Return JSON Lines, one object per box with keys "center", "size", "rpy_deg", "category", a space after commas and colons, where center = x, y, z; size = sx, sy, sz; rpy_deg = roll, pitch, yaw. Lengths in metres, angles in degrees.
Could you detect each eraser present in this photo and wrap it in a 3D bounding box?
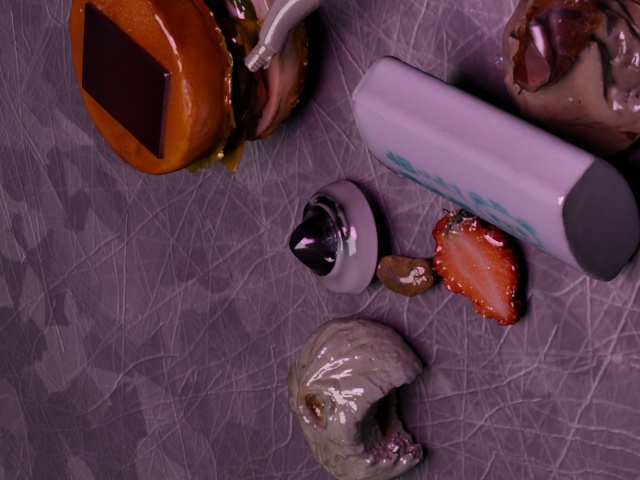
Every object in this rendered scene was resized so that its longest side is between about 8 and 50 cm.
{"center": [0.180, -0.077, 1.662], "size": [0.290, 0.104, 0.189], "rpy_deg": [31, 167, 36], "category": "eraser"}

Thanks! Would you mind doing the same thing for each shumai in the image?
{"center": [0.244, -0.174, 1.594], "size": [0.201, 0.120, 0.201], "rpy_deg": [15, 113, 40], "category": "shumai"}

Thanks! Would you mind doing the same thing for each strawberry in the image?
{"center": [0.180, 0.025, 1.791], "size": [0.104, 0.048, 0.152], "rpy_deg": [-18, 107, 41], "category": "strawberry"}

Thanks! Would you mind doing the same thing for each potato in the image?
{"center": [0.099, 0.042, 1.880], "size": [0.092, 0.045, 0.046], "rpy_deg": [5, 67, 44], "category": "potato"}

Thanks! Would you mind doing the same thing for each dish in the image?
{"center": [0.000, 0.000, 1.918], "size": [0.141, 0.078, 0.141], "rpy_deg": [18, 111, 58], "category": "dish"}

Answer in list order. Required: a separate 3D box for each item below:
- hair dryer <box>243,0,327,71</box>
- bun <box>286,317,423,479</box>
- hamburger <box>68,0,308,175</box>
{"center": [-0.013, -0.372, 1.741], "size": [0.298, 0.119, 0.296], "rpy_deg": [-26, 82, 23], "category": "hair dryer"}
{"center": [0.037, 0.201, 1.946], "size": [0.204, 0.126, 0.212], "rpy_deg": [-23, 88, 50], "category": "bun"}
{"center": [-0.148, -0.228, 1.907], "size": [0.291, 0.225, 0.291], "rpy_deg": [29, 130, 41], "category": "hamburger"}
